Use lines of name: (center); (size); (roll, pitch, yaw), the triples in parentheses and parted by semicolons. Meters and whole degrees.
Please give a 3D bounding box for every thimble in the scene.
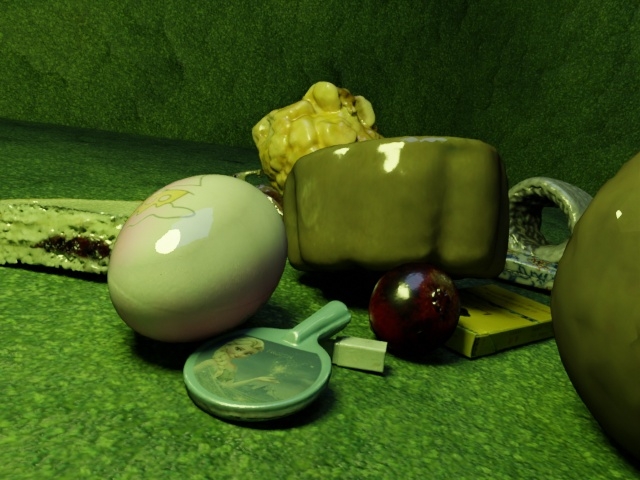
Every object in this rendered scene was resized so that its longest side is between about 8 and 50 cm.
thimble: (0.587, -0.044, 1.530); (0.157, 0.217, 0.245); (-1, 25, -38)

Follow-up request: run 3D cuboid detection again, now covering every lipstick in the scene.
lipstick: (0.014, 0.132, 0.734); (0.129, 0.030, 0.030); (7, 13, 8)

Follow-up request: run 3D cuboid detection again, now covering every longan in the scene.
longan: (0.447, 0.076, 0.604); (0.403, 0.404, 0.436); (16, -12, 21)

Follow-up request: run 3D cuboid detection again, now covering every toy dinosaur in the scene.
toy dinosaur: (-0.261, -0.168, 1.720); (0.199, 0.072, 0.251); (3, 21, 13)

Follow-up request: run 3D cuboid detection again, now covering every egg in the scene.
egg: (-0.147, 0.020, 0.725); (0.196, 0.197, 0.271); (16, 17, 23)

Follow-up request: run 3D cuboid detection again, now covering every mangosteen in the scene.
mangosteen: (0.118, 0.093, 0.815); (0.140, 0.140, 0.140); (10, 13, -2)

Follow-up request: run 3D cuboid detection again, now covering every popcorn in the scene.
popcorn: (0.004, -0.225, 1.636); (0.344, 0.354, 0.390); (-5, -40, 31)

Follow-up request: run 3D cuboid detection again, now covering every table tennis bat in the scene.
table tennis bat: (-0.040, 0.121, 0.658); (0.149, 0.038, 0.237); (15, 24, 33)

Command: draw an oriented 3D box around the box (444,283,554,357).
box: (0.256, 0.118, 0.956); (0.278, 0.041, 0.153); (-2, 19, -43)

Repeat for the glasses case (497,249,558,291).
glasses case: (0.420, 0.059, 1.287); (0.247, 0.065, 0.087); (19, 14, 29)

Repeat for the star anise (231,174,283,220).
star anise: (-0.187, -0.085, 1.364); (0.288, 0.088, 0.288); (7, 28, -4)

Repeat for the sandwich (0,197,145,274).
sandwich: (-0.321, -0.003, 0.885); (0.288, 0.100, 0.254); (-2, 18, -46)

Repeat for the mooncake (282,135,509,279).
mooncake: (0.123, -0.031, 0.998); (0.378, 0.201, 0.378); (-2, -7, 0)
